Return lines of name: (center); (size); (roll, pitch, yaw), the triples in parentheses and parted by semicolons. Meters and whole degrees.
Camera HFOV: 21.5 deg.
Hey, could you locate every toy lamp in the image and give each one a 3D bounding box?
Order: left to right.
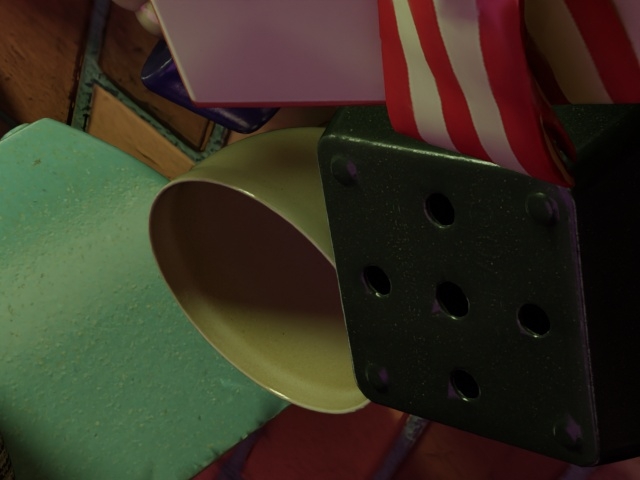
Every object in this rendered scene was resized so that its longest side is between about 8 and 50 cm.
toy lamp: (-0.126, -0.160, 0.895); (0.275, 0.080, 0.080); (42, 150, -18)

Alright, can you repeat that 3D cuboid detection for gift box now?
gift box: (0.074, -0.186, 0.442); (0.276, 0.258, 0.255); (-2, 135, 27)

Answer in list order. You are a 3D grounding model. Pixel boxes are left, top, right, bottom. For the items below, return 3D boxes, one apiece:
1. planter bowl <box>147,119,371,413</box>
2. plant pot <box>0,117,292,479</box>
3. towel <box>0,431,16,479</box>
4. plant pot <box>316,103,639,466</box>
planter bowl: (0.000, 0.000, 0.935); (0.162, 0.109, 0.162); (30, 146, 23)
plant pot: (-0.191, 0.071, 1.125); (0.252, 0.247, 0.248); (55, 148, 0)
towel: (-0.257, 0.158, 1.040); (0.324, 0.056, 0.312); (18, 131, 45)
plant pot: (0.106, -0.011, 0.715); (0.187, 0.167, 0.188); (13, 122, 40)
